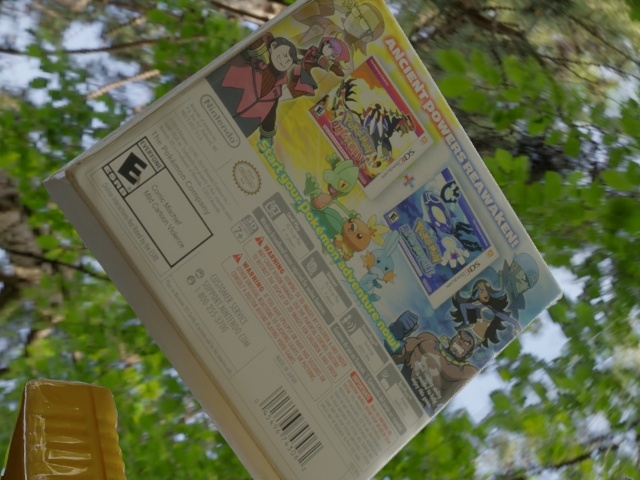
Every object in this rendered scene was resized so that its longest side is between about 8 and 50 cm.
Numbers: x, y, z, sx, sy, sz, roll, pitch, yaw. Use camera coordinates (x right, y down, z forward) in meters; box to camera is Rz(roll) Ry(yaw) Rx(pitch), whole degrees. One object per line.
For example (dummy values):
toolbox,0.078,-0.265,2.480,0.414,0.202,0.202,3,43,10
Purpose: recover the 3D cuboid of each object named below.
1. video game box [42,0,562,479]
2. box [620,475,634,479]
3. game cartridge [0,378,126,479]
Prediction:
video game box,0.000,0.000,0.624,0.187,0.048,0.205,-39,-76,-23
box,0.387,0.481,1.272,0.395,0.212,0.293,32,-105,25
game cartridge,-0.104,0.251,0.450,0.052,0.324,0.285,10,-66,-18
